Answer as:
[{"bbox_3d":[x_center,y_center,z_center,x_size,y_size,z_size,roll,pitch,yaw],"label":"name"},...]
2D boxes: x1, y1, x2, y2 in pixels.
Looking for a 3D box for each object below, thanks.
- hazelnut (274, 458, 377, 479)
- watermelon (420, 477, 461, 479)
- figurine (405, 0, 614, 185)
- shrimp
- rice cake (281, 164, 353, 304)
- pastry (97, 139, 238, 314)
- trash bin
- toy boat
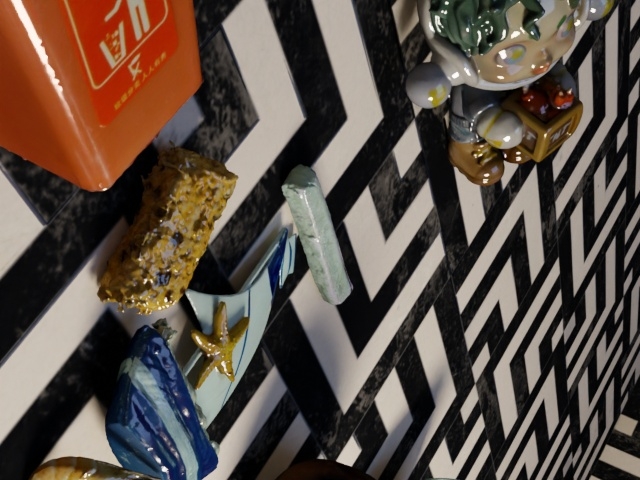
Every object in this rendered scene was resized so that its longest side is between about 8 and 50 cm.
[{"bbox_3d":[0.030,0.355,1.075,0.218,0.234,0.218,-48,170,-12],"label":"hazelnut"},{"bbox_3d":[0.090,0.478,1.383,0.175,0.188,0.322,-27,-147,62],"label":"watermelon"},{"bbox_3d":[0.204,-0.208,1.069,0.261,0.186,0.382,-43,149,-21],"label":"figurine"},{"bbox_3d":[-0.185,0.212,0.786,0.114,0.023,0.083,10,116,-21],"label":"shrimp"},{"bbox_3d":[-0.001,0.001,1.002,0.033,0.033,0.208,-54,148,-27],"label":"rice cake"},{"bbox_3d":[-0.121,-0.006,0.770,0.080,0.056,0.140,24,90,-50],"label":"pastry"},{"bbox_3d":[-0.164,-0.154,0.506,0.161,0.184,0.239,-54,159,-26],"label":"trash bin"},{"bbox_3d":[-0.097,0.095,0.901,0.220,0.067,0.291,80,30,-44],"label":"toy boat"}]
